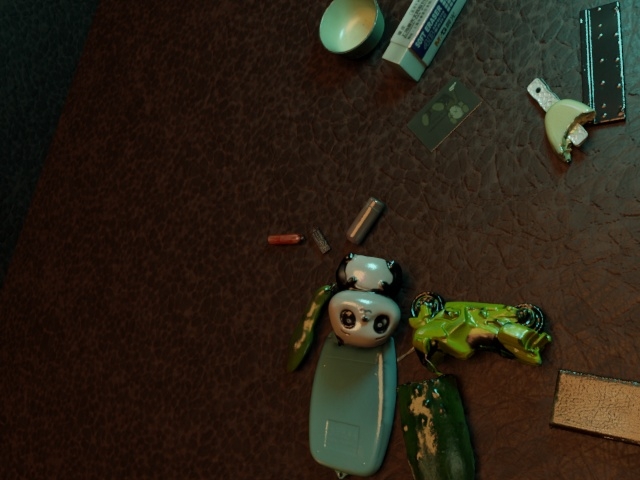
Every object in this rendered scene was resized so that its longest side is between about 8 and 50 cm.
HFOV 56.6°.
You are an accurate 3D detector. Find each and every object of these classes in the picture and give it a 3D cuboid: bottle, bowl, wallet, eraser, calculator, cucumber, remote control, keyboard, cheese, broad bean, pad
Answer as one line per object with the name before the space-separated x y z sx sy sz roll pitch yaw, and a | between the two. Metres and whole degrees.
bottle | 0.126 -0.056 1.695 0.053 0.053 0.140 41 102 35
bowl | 0.109 -0.648 1.827 0.211 0.112 0.212 -11 71 33
wallet | 0.618 0.356 1.253 0.243 0.039 0.133 2 73 36
eraser | 0.295 -0.601 1.676 0.081 0.124 0.279 36 99 36
calculator | 0.079 0.441 1.599 0.256 0.054 0.387 1 79 35
cucumber | 0.281 0.482 1.396 0.105 0.145 0.326 -31 62 56
remote control | 0.000 0.000 1.792 0.034 0.016 0.091 -34 60 5
keyboard | 0.674 -0.425 1.430 0.100 0.018 0.310 -5 75 33
cheese | 0.576 -0.311 1.448 0.127 0.049 0.235 -52 44 33
broad bean | -0.030 0.239 1.718 0.075 0.067 0.325 29 97 28
pad | 0.340 -0.351 1.654 0.190 0.004 0.127 -45 57 17

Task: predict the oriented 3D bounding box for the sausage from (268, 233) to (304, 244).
sausage | -0.104 -0.004 1.854 0.129 0.034 0.034 -2 77 34

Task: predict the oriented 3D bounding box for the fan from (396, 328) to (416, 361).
fan | 0.266 0.265 1.541 0.175 0.005 0.113 -40 59 20

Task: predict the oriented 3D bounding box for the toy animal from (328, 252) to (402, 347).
toy animal | 0.119 0.164 1.557 0.187 0.165 0.235 9 66 5

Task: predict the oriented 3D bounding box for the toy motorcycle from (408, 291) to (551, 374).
toy motorcycle | 0.354 0.226 1.402 0.342 0.142 0.206 3 70 33
